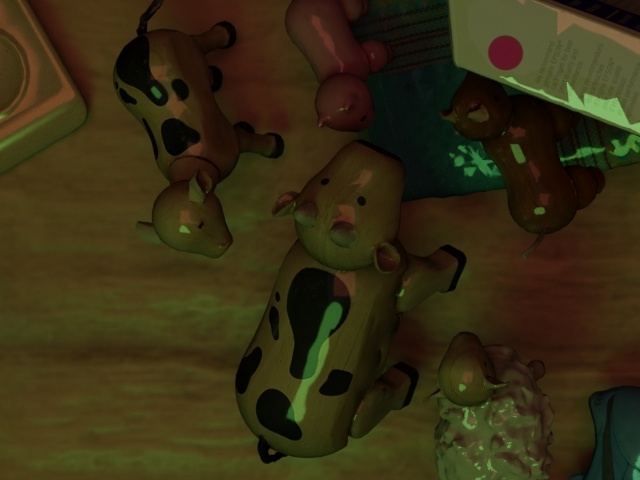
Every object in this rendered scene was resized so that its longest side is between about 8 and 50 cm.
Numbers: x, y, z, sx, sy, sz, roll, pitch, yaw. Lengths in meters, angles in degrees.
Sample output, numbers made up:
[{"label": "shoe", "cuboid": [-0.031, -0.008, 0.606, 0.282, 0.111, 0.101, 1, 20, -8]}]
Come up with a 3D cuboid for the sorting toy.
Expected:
[{"label": "sorting toy", "cuboid": [-0.296, -0.130, 1.249, 0.193, 0.038, 0.208, -30, 92, 2]}]

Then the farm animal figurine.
[{"label": "farm animal figurine", "cuboid": [0.000, 0.000, 1.127, 0.330, 0.172, 0.327, 11, 106, 28]}]

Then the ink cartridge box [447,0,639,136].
[{"label": "ink cartridge box", "cuboid": [0.201, -0.107, 1.049, 0.371, 0.176, 0.069, 25, 109, 10]}]

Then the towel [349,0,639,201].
[{"label": "towel", "cuboid": [0.183, -0.180, 1.153, 0.370, 0.040, 0.271, -9, 100, 19]}]

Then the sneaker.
[{"label": "sneaker", "cuboid": [0.218, 0.204, 1.210, 0.082, 0.069, 0.209, 4, 99, 34]}]
